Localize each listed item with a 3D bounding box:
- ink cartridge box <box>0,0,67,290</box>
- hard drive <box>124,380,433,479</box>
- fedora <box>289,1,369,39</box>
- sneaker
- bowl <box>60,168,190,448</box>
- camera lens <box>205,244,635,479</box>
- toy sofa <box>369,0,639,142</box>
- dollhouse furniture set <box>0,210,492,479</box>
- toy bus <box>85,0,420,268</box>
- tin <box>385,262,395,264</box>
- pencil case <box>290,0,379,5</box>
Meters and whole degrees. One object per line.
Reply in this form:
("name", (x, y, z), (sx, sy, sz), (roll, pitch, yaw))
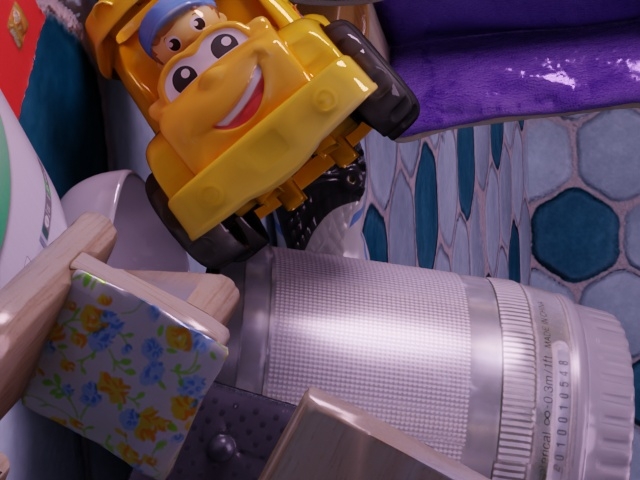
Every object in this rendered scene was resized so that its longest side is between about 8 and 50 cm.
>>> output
("ink cartridge box", (-0.160, -0.072, 0.813), (0.181, 0.056, 0.224), (70, 25, -56))
("hard drive", (-0.052, 0.208, 0.955), (0.054, 0.172, 0.254), (-159, -93, -72))
("fedora", (-0.008, -0.172, 1.338), (0.194, 0.079, 0.194), (-1, 90, -78))
("sneaker", (0.000, 0.000, 1.452), (0.086, 0.085, 0.237), (-142, -134, -74))
("bowl", (-0.121, 0.042, 0.973), (0.142, 0.053, 0.142), (65, 29, -61))
("camera lens", (0.039, 0.123, 1.108), (0.219, 0.274, 0.219), (-172, -90, -85))
("toy sofa", (0.212, -0.219, 1.710), (0.150, 0.363, 0.177), (61, 26, -65))
("dollhouse furniture set", (-0.042, 0.258, 0.702), (0.394, 0.362, 0.256), (-63, 179, 22))
("toy bus", (-0.061, -0.108, 0.987), (0.211, 0.149, 0.220), (52, 5, 0))
("tin", (0.008, 0.071, 1.373), (0.190, 0.040, 0.106), (-6, 104, -45))
("pencil case", (0.027, -0.353, 1.290), (0.160, 0.184, 0.410), (82, 16, -45))
